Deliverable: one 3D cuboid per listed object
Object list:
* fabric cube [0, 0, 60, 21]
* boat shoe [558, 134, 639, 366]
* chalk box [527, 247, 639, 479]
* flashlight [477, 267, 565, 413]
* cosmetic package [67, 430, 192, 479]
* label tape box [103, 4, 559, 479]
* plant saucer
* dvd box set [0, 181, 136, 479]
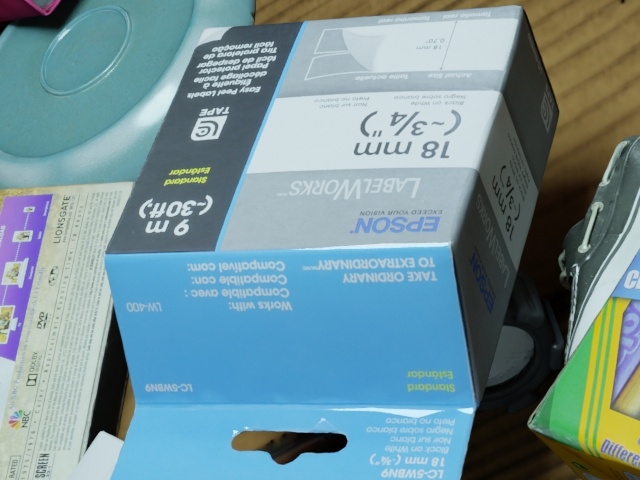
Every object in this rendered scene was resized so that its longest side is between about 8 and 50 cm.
[{"bbox_3d":[-0.336,-0.374,1.870,0.258,0.259,0.254,4,59,58],"label":"fabric cube"},{"bbox_3d":[0.198,0.018,1.308,0.070,0.078,0.219,0,49,38],"label":"boat shoe"},{"bbox_3d":[0.291,0.053,1.120,0.179,0.180,0.289,22,73,46],"label":"chalk box"},{"bbox_3d":[0.085,-0.010,1.404,0.103,0.103,0.304,-9,39,-6],"label":"flashlight"},{"bbox_3d":[-0.042,0.291,1.204,0.385,0.156,0.217,19,71,45],"label":"cosmetic package"},{"bbox_3d":[0.000,0.000,1.271,0.240,0.106,0.334,-2,46,23],"label":"label tape box"},{"bbox_3d":[-0.203,-0.162,1.794,0.317,0.044,0.318,-21,46,23],"label":"plant saucer"},{"bbox_3d":[-0.358,0.099,1.588,0.420,0.062,0.308,-4,53,13],"label":"dvd box set"}]
